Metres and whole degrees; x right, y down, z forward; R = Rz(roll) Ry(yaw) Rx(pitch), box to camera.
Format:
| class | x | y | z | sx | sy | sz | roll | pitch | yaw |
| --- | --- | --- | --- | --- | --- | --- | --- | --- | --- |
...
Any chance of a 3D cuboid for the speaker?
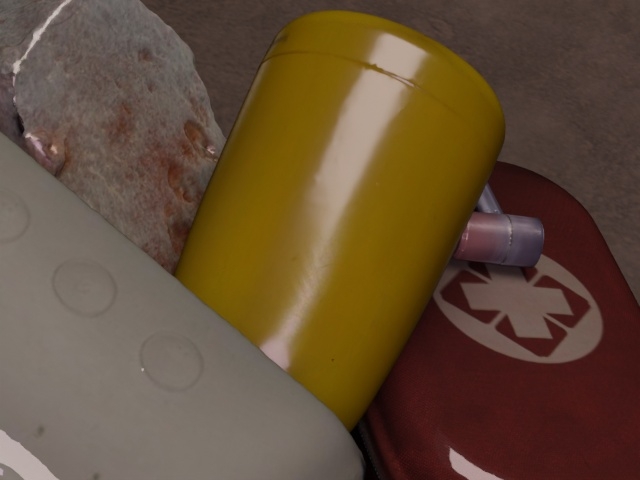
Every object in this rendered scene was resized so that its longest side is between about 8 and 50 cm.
| class | x | y | z | sx | sy | sz | roll | pitch | yaw |
| --- | --- | --- | --- | --- | --- | --- | --- | --- | --- |
| speaker | -0.191 | 0.095 | 1.117 | 0.406 | 0.183 | 0.184 | 40 | 44 | 3 |

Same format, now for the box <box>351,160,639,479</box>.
| class | x | y | z | sx | sy | sz | roll | pitch | yaw |
| --- | --- | --- | --- | --- | --- | --- | --- | --- | --- |
| box | 0.128 | 0.084 | 1.370 | 0.263 | 0.108 | 0.404 | 3 | 41 | -21 |

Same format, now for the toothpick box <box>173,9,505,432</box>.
| class | x | y | z | sx | sy | sz | roll | pitch | yaw |
| --- | --- | --- | --- | --- | --- | --- | --- | --- | --- |
| toothpick box | 0.000 | 0.000 | 1.245 | 0.175 | 0.175 | 0.271 | 23 | 70 | 3 |

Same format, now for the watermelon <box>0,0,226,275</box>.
| class | x | y | z | sx | sy | sz | roll | pitch | yaw |
| --- | --- | --- | --- | --- | --- | --- | --- | --- | --- |
| watermelon | -0.193 | -0.074 | 1.288 | 0.387 | 0.258 | 0.228 | 38 | 36 | 10 |

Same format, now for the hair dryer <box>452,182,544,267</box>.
| class | x | y | z | sx | sy | sz | roll | pitch | yaw |
| --- | --- | --- | --- | --- | --- | --- | --- | --- | --- |
| hair dryer | 0.119 | -0.022 | 1.383 | 0.063 | 0.037 | 0.114 | 6 | 30 | -15 |
